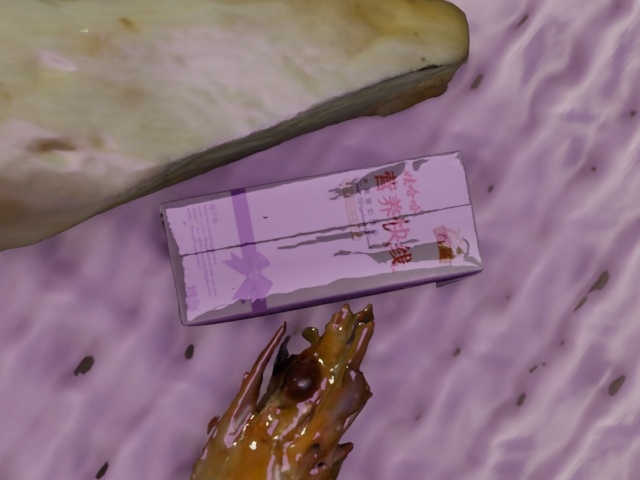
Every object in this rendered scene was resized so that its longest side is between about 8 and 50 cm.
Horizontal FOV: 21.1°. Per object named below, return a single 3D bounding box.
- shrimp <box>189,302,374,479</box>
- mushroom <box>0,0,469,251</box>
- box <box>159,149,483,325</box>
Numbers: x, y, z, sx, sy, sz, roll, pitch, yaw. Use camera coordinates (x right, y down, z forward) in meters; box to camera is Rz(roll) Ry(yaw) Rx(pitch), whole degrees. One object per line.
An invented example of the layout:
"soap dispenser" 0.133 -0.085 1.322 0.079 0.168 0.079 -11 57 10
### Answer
"shrimp" -0.003 0.139 0.639 0.133 0.053 0.236 16 90 -2
"mushroom" -0.112 -0.048 0.620 0.333 0.087 0.107 1 77 -7
"box" 0.000 0.000 0.652 0.117 0.036 0.050 -9 89 -6
